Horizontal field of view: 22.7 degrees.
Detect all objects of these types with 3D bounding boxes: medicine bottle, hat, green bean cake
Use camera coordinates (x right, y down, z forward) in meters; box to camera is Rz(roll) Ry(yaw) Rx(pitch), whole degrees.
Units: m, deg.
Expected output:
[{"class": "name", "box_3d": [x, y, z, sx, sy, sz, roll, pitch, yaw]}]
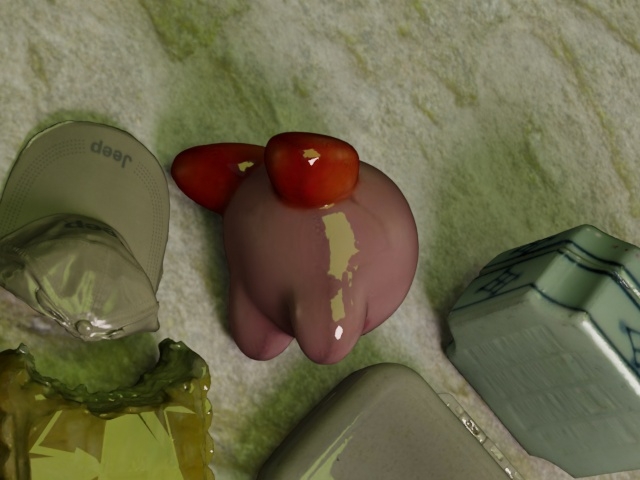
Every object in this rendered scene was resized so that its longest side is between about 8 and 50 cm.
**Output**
[{"class": "medicine bottle", "box_3d": [0.112, 0.339, 1.839, 0.375, 0.123, 0.282, 50, 64, -9]}, {"class": "hat", "box_3d": [-0.245, -0.013, 1.727, 0.214, 0.149, 0.245, 16, 83, -25]}, {"class": "green bean cake", "box_3d": [-0.230, 0.217, 1.675, 0.236, 0.124, 0.233, -3, 88, -25]}]

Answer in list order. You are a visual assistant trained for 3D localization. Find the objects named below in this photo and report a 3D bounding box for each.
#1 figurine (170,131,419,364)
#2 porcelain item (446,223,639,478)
[{"class": "figurine", "box_3d": [0.002, -0.009, 1.797, 0.211, 0.269, 0.261, -20, 98, -35]}, {"class": "porcelain item", "box_3d": [0.315, 0.132, 1.901, 0.281, 0.286, 0.157, 50, 59, -8]}]
